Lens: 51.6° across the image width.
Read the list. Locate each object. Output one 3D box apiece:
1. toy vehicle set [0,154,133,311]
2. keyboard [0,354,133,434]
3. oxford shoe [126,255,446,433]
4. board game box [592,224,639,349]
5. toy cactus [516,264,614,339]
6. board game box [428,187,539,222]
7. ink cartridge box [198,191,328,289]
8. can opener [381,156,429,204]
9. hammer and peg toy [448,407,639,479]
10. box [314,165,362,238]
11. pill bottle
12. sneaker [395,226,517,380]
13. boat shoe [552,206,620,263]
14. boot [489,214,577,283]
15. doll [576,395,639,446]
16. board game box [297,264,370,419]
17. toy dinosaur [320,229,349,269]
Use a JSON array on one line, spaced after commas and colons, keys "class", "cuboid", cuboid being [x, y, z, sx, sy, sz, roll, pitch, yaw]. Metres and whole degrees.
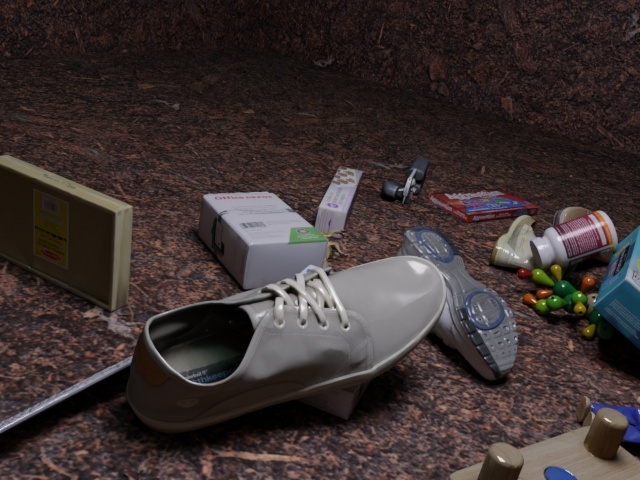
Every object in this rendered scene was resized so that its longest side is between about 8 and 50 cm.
[{"class": "toy vehicle set", "cuboid": [-0.407, -0.015, 1.026, 0.266, 0.166, 0.035, 21, 26, 21]}, {"class": "keyboard", "cuboid": [-0.290, 0.176, 0.784, 0.256, 0.072, 0.014, -26, 86, -54]}, {"class": "oxford shoe", "cuboid": [-0.025, 0.106, 0.840, 0.449, 0.130, 0.169, -17, 44, -22]}, {"class": "board game box", "cuboid": [0.628, 0.122, 1.173, 0.254, 0.079, 0.336, 44, 32, 10]}, {"class": "toy cactus", "cuboid": [0.493, 0.111, 1.252, 0.180, 0.112, 0.219, 9, 13, -30]}, {"class": "board game box", "cuboid": [0.438, -0.097, 1.770, 0.281, 0.027, 0.145, -7, 28, -35]}, {"class": "ink cartridge box", "cuboid": [-0.113, -0.007, 1.232, 0.160, 0.093, 0.219, -4, 27, -32]}, {"class": "can opener", "cuboid": [0.230, -0.170, 1.780, 0.095, 0.076, 0.283, 16, 23, 9]}, {"class": "hammer and peg toy", "cuboid": [0.251, 0.301, 0.654, 0.361, 0.127, 0.266, -4, 28, -32]}, {"class": "box", "cuboid": [0.046, -0.096, 1.544, 0.063, 0.067, 0.324, 13, 23, 5]}, {"class": "pill bottle", "cuboid": [0.505, 0.003, 1.329, 0.152, 0.086, 0.086, -20, 25, 4]}, {"class": "sneaker", "cuboid": [0.216, 0.112, 1.101, 0.111, 0.129, 0.297, -1, 45, -31]}, {"class": "boat shoe", "cuboid": [0.591, -0.010, 1.513, 0.285, 0.103, 0.092, 15, -5, -44]}, {"class": "boot", "cuboid": [0.483, 0.022, 1.455, 0.165, 0.077, 0.213, 22, 33, 26]}, {"class": "doll", "cuboid": [0.466, 0.265, 0.936, 0.189, 0.046, 0.129, 13, 24, 4]}, {"class": "board game box", "cuboid": [0.007, 0.137, 1.009, 0.193, 0.053, 0.305, 18, 25, 17]}, {"class": "toy dinosaur", "cuboid": [0.000, 0.000, 1.319, 0.092, 0.053, 0.183, -1, 26, -24]}]
